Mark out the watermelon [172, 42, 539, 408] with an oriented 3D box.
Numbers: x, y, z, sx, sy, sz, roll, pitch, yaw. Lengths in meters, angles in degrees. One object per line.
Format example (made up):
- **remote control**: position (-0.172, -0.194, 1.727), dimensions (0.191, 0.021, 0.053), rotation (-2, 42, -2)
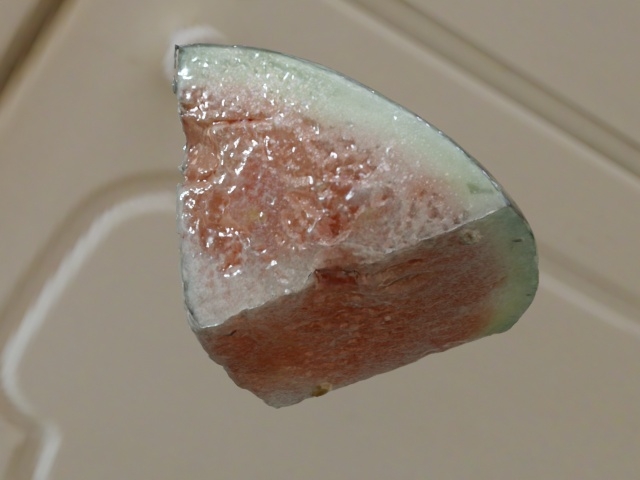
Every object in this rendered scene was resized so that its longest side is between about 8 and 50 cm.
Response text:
- **watermelon**: position (0.009, 0.009, 1.231), dimensions (0.261, 0.213, 0.201), rotation (23, 73, 28)
